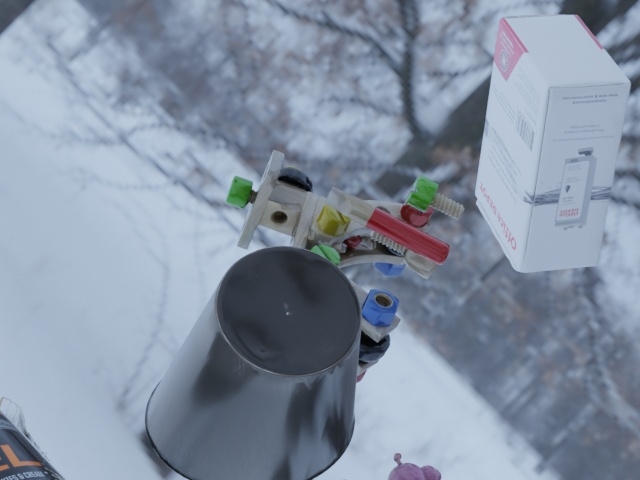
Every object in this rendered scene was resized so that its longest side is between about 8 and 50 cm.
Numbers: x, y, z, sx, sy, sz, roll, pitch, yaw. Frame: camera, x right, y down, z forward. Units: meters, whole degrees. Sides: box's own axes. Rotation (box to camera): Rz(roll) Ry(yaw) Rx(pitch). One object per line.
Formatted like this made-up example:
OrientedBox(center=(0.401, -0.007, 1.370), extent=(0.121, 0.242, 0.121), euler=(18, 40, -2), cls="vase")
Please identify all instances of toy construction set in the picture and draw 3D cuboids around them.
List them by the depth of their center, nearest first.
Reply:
OrientedBox(center=(0.000, 0.000, 1.845), extent=(0.237, 0.257, 0.309), euler=(27, -26, -3), cls="toy construction set")

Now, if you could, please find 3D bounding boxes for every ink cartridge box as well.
OrientedBox(center=(0.301, -0.129, 2.198), extent=(0.207, 0.117, 0.283), euler=(-113, -158, -54), cls="ink cartridge box")

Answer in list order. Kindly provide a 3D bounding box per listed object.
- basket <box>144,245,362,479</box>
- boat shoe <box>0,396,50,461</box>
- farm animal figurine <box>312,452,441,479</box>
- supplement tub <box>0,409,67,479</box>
OrientedBox(center=(-0.045, 0.114, 1.499), extent=(0.227, 0.204, 0.154), euler=(111, -27, -58), cls="basket")
OrientedBox(center=(-0.439, 0.332, 2.439), extent=(0.096, 0.098, 0.277), euler=(13, -42, 4), cls="boat shoe")
OrientedBox(center=(0.078, 0.382, 1.648), extent=(0.330, 0.327, 0.172), euler=(7, -4, 32), cls="farm animal figurine")
OrientedBox(center=(-0.309, 0.265, 1.471), extent=(0.316, 0.193, 0.193), euler=(38, -4, 34), cls="supplement tub")
